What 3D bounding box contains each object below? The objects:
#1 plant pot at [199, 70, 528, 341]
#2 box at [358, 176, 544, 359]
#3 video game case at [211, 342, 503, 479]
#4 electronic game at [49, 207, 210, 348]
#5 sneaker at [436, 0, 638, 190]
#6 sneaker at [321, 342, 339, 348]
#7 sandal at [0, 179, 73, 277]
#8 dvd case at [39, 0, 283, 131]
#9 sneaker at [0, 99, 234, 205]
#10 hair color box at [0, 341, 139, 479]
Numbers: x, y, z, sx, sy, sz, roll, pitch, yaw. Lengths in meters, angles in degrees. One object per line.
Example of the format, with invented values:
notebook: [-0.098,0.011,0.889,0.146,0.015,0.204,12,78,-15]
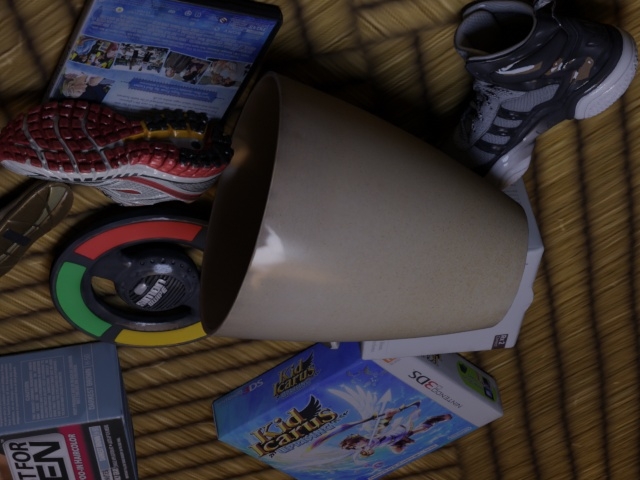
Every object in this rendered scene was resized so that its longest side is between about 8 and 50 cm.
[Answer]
plant pot: [0.050,-0.006,1.708,0.274,0.256,0.256,13,138,-13]
box: [0.129,0.026,1.925,0.182,0.119,0.181,-4,142,-10]
video game case: [0.048,0.207,2.189,0.269,0.061,0.244,-31,138,24]
electronic game: [-0.176,0.043,1.915,0.229,0.048,0.229,-4,141,-4]
sneaker: [0.166,-0.147,1.735,0.153,0.101,0.268,30,130,-31]
sneaker: [-0.026,0.068,1.998,0.065,0.061,0.158,-14,134,19]
sandal: [-0.330,-0.011,1.820,0.180,0.049,0.072,-39,143,11]
dvd case: [-0.165,-0.146,1.702,0.180,0.022,0.253,8,139,-25]
sneaker: [-0.200,-0.070,1.700,0.225,0.088,0.092,6,141,-23]
hair color box: [-0.408,0.234,2.057,0.375,0.113,0.185,-8,143,-4]
